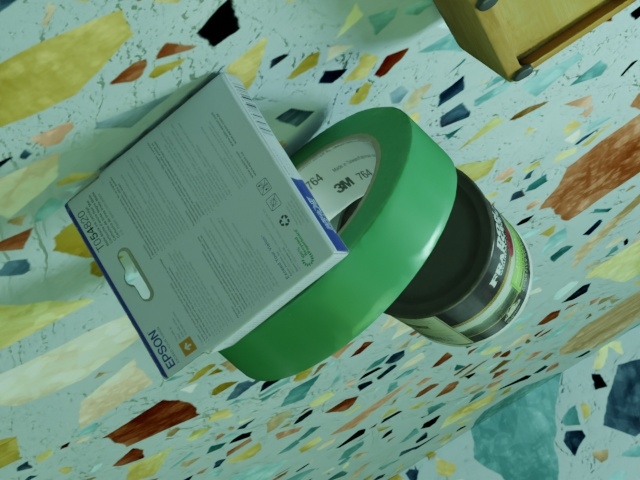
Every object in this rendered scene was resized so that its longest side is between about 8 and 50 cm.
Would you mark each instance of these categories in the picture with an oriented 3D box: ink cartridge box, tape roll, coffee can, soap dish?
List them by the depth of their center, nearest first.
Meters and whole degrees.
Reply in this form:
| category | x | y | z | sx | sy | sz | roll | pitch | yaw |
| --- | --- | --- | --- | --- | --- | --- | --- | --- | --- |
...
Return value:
| category | x | y | z | sx | sy | sz | roll | pitch | yaw |
| --- | --- | --- | --- | --- | --- | --- | --- | --- | --- |
| soap dish | 0.218 | -0.282 | 1.608 | 0.229 | 0.118 | 0.291 | -33 | 160 | 6 |
| ink cartridge box | -0.116 | -0.012 | 1.620 | 0.224 | 0.223 | 0.045 | -37 | 164 | 18 |
| tape roll | 0.000 | 0.000 | 1.744 | 0.321 | 0.077 | 0.321 | -39 | -156 | 21 |
| coffee can | 0.154 | 0.022 | 2.138 | 0.201 | 0.201 | 0.275 | -34 | 161 | 8 |
